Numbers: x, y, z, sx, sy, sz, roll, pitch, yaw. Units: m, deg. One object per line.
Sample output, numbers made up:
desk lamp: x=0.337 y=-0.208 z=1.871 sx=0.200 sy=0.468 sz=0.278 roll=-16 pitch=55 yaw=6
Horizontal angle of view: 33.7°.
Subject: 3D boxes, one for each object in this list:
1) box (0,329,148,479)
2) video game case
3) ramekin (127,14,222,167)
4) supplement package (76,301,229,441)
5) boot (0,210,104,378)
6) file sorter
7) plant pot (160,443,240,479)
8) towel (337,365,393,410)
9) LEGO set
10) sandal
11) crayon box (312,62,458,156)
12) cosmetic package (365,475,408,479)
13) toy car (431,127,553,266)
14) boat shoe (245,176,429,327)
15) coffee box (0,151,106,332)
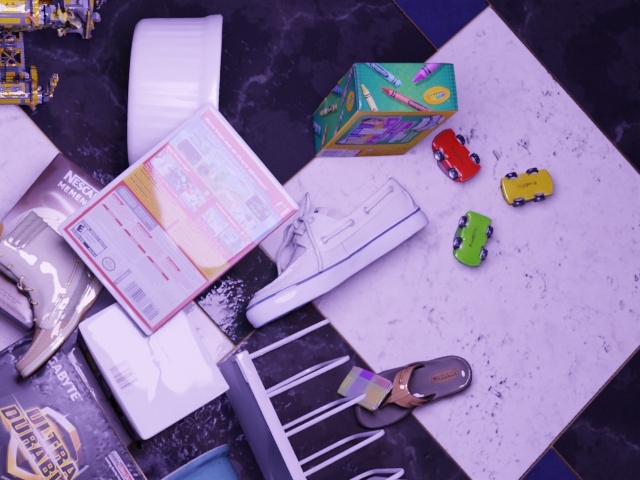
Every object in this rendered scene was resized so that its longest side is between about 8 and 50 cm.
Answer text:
box: x=-0.440 y=0.328 z=1.601 sx=0.257 sy=0.079 sz=0.322 roll=-32 pitch=88 yaw=-16
video game case: x=-0.202 y=-0.031 z=1.517 sx=0.285 sy=0.025 sz=0.204 roll=-40 pitch=90 yaw=-5
ramekin: x=-0.228 y=-0.221 z=1.672 sx=0.135 sy=0.277 sz=0.277 roll=3 pitch=78 yaw=-6
supplement package: x=-0.261 y=0.186 z=1.609 sx=0.149 sy=0.203 sz=0.194 roll=-29 pitch=86 yaw=-17
boot: x=-0.425 y=0.079 z=1.553 sx=0.165 sy=0.077 sz=0.213 roll=36 pitch=68 yaw=-10
file sorter: x=-0.020 y=0.281 z=1.659 sx=0.173 sy=0.193 sz=0.278 roll=-24 pitch=85 yaw=-20
plant pot: x=-0.176 y=0.517 z=1.459 sx=0.341 sy=0.341 sz=0.334 roll=-33 pitch=77 yaw=-18
towel: x=0.074 y=0.246 z=1.758 sx=0.083 sy=0.009 sz=0.060 roll=21 pitch=65 yaw=36
LEGO set: x=-0.413 y=-0.362 z=1.645 sx=0.192 sy=0.331 sz=0.255 roll=-3 pitch=59 yaw=-17
sandal: x=0.160 y=0.250 z=1.776 sx=0.219 sy=0.060 sz=0.090 roll=-15 pitch=82 yaw=-12
crayon box: x=0.099 y=-0.210 z=1.744 sx=0.165 sy=0.278 sz=0.081 roll=-2 pitch=80 yaw=-15
cosmetic package: x=0.088 y=0.428 z=1.632 sx=0.117 sy=0.231 sz=0.086 roll=-27 pitch=86 yaw=-18
toy car: x=0.279 y=-0.058 z=1.877 sx=0.239 sy=0.053 sz=0.225 roll=21 pitch=75 yaw=-9
boat shoe: x=0.004 y=-0.003 z=1.753 sx=0.367 sy=0.136 sz=0.156 roll=-33 pitch=88 yaw=-21
coffee box: x=-0.434 y=0.003 z=1.656 sx=0.141 sy=0.098 sz=0.246 roll=37 pitch=73 yaw=-7
